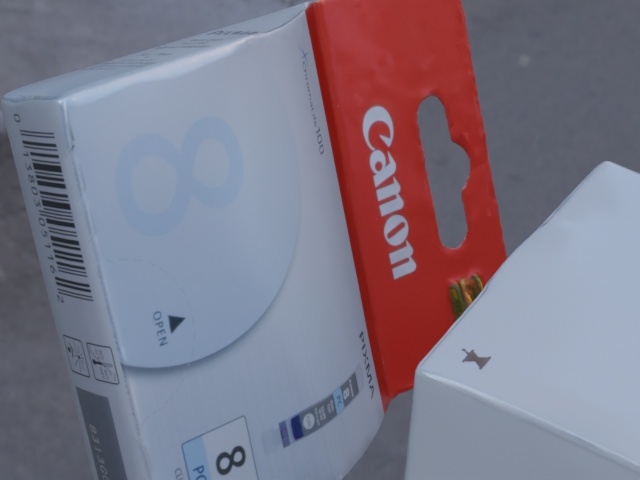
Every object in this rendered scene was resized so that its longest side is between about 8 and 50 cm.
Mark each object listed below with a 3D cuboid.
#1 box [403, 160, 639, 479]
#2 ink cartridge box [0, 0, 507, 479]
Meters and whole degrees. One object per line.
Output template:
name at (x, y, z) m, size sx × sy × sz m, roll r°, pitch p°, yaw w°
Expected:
box at (0.163, 0.168, 0.938) m, size 0.168 × 0.345 × 0.215 m, roll 24°, pitch 44°, yaw 24°
ink cartridge box at (0.000, 0.000, 1.114) m, size 0.385 × 0.308 × 0.091 m, roll -22°, pitch 18°, yaw -32°
